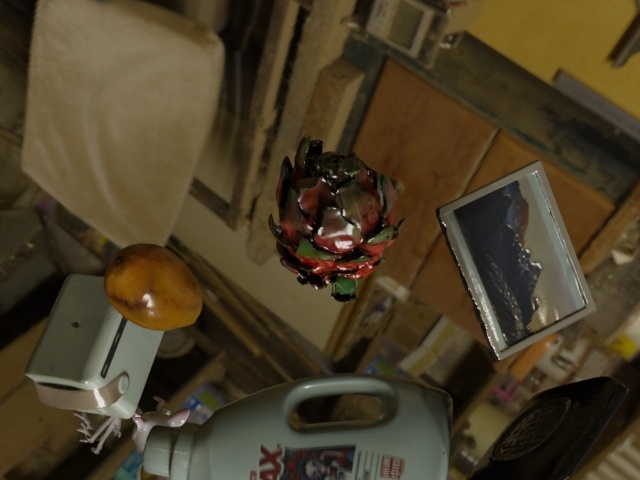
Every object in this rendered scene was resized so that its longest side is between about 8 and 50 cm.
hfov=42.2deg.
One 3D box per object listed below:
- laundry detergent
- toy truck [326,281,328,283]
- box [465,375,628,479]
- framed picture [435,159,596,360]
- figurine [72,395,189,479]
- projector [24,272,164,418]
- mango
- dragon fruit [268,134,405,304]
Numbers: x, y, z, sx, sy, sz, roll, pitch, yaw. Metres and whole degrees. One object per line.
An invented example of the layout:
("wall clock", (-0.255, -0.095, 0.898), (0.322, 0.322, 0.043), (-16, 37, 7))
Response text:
("laundry detergent", (-0.034, 0.294, 1.118), (0.124, 0.398, 0.264), (79, 21, -75))
("toy truck", (0.000, 0.000, 1.738), (0.213, 0.161, 0.177), (-75, 174, -75))
("box", (0.268, 0.251, 1.023), (0.201, 0.042, 0.212), (-43, -179, -27))
("framed picture", (0.307, 0.033, 1.295), (0.192, 0.265, 0.018), (-26, -169, -11))
("figurine", (-0.414, 0.476, 1.831), (0.284, 0.206, 0.315), (-27, -130, 42))
("projector", (-0.404, 0.202, 1.501), (0.177, 0.163, 0.242), (62, 36, -52))
("mango", (-0.255, 0.079, 1.315), (0.112, 0.144, 0.219), (-31, 158, 8))
("dragon fruit", (0.020, -0.030, 1.100), (0.182, 0.182, 0.188), (-39, 163, -48))
